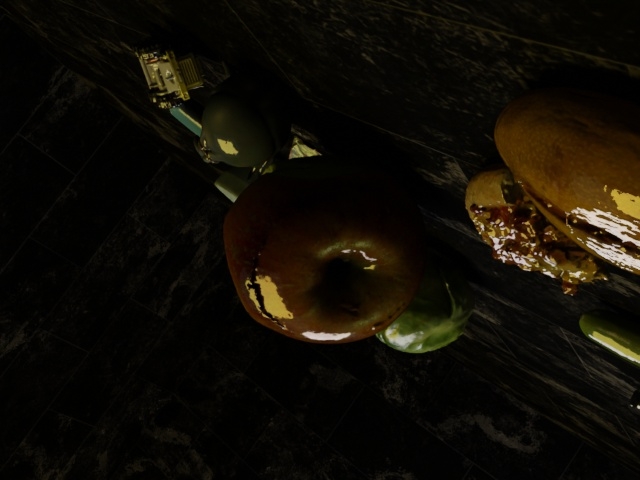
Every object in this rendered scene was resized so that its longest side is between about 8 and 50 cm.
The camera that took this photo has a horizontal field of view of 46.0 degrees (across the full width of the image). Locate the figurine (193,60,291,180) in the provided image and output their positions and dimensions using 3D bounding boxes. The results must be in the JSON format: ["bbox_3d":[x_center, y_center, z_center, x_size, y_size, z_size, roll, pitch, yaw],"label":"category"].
[{"bbox_3d":[-0.142,-0.216,1.415,0.175,0.197,0.265,23,166,-2],"label":"figurine"}]

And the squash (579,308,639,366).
[{"bbox_3d":[0.526,0.176,1.185,0.252,0.066,0.066,32,172,35],"label":"squash"}]

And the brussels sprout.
[{"bbox_3d":[0.212,0.125,1.686,0.294,0.227,0.259,-2,-149,-38],"label":"brussels sprout"}]

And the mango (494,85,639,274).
[{"bbox_3d":[0.266,-0.053,0.692,0.295,0.120,0.177,30,169,42],"label":"mango"}]

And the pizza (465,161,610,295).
[{"bbox_3d":[0.295,-0.003,1.047,0.228,0.081,0.289,34,171,15],"label":"pizza"}]

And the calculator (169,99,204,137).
[{"bbox_3d":[-0.302,-0.300,2.056,0.293,0.051,0.173,39,174,-16],"label":"calculator"}]

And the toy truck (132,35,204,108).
[{"bbox_3d":[-0.307,-0.347,1.518,0.286,0.111,0.136,-139,30,-63],"label":"toy truck"}]

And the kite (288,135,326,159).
[{"bbox_3d":[0.001,-0.109,1.634,0.323,0.013,0.268,-1,125,41],"label":"kite"}]

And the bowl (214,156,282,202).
[{"bbox_3d":[-0.116,-0.109,1.966,0.307,0.163,0.307,35,174,4],"label":"bowl"}]

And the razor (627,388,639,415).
[{"bbox_3d":[0.716,0.364,1.561,0.148,0.054,0.090,30,171,43],"label":"razor"}]

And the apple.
[{"bbox_3d":[0.000,0.000,1.384,0.384,0.374,0.374,23,179,-23],"label":"apple"}]
